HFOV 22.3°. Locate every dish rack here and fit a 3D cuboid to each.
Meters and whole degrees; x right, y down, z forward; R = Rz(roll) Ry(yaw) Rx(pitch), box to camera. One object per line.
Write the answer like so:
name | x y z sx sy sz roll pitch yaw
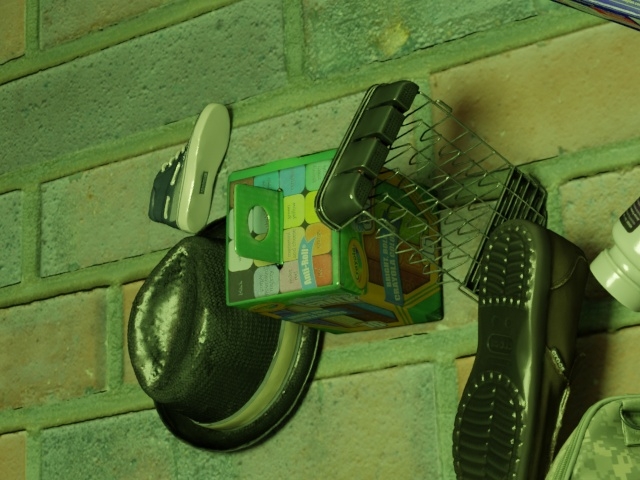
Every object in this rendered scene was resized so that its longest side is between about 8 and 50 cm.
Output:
dish rack | 0.144 -0.048 1.939 0.074 0.271 0.208 -22 37 57

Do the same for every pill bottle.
pill bottle | 0.400 -0.013 1.832 0.193 0.108 0.108 -47 56 17

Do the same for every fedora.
fedora | -0.155 0.114 2.184 0.334 0.152 0.334 -10 73 34

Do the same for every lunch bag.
lunch bag | 0.318 0.316 1.686 0.212 0.305 0.256 0 66 2

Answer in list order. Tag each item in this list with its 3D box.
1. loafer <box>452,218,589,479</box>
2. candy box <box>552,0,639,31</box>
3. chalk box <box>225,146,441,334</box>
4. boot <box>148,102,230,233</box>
loafer | 0.251 0.161 1.870 0.134 0.130 0.366 20 104 57
candy box | 0.400 -0.416 1.928 0.268 0.122 0.317 28 96 39
chalk box | 0.000 0.000 2.010 0.179 0.289 0.180 -10 73 34
boot | -0.193 -0.109 2.320 0.086 0.069 0.190 14 89 35
